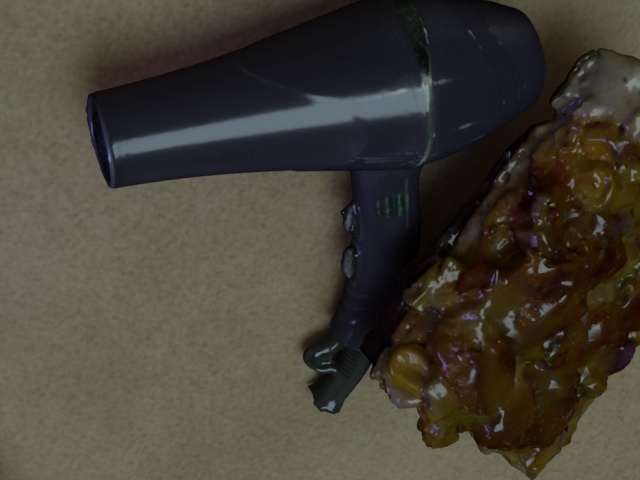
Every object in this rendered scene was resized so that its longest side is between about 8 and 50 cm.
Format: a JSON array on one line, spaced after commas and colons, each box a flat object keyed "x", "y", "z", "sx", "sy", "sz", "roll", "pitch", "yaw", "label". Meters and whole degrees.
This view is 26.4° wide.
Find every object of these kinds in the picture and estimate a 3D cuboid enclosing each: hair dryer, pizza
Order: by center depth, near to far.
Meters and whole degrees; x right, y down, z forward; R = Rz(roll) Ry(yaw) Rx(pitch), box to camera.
[{"x": 0.000, "y": 0.000, "z": 0.977, "sx": 0.301, "sy": 0.121, "sz": 0.361, "roll": -14, "pitch": 131, "yaw": -16, "label": "hair dryer"}, {"x": 0.163, "y": 0.044, "z": 1.010, "sx": 0.278, "sy": 0.114, "sz": 0.408, "roll": -21, "pitch": 135, "yaw": -37, "label": "pizza"}]
